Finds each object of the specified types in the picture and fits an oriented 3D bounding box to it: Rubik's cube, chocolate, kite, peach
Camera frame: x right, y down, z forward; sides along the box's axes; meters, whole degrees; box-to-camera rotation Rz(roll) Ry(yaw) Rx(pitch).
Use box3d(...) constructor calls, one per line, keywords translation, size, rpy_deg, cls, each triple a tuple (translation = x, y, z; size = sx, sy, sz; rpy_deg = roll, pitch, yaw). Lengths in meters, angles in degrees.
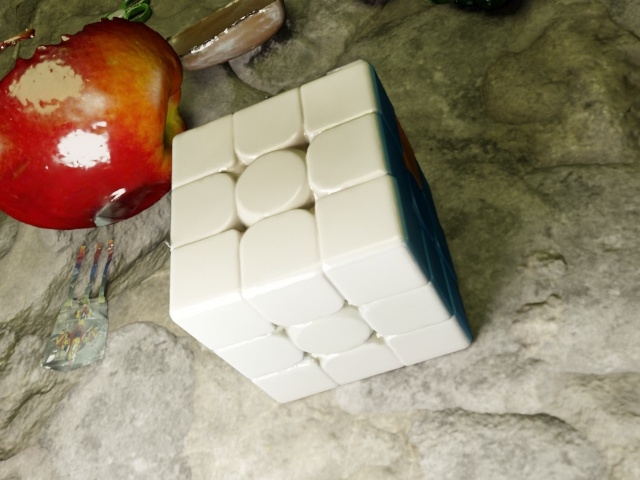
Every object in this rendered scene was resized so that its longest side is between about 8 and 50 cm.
box3d(translation=(0.000, 0.000, 0.981), size=(0.291, 0.290, 0.291), rpy_deg=(-20, 53, 15), cls="Rubik's cube")
box3d(translation=(-0.174, -0.403, 1.472), size=(0.261, 0.083, 0.161), rpy_deg=(-26, 34, 10), cls="chocolate")
box3d(translation=(-0.409, 0.111, 1.300), size=(0.141, 0.015, 0.245), rpy_deg=(-9, 60, 21), cls="kite")
box3d(translation=(-0.404, -0.180, 1.290), size=(0.406, 0.335, 0.310), rpy_deg=(-25, 83, -6), cls="peach")

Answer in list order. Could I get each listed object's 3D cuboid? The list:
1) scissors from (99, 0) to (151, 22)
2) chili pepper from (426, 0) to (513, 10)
box3d(translation=(-0.484, -0.504, 1.735), size=(0.204, 0.027, 0.101), rpy_deg=(-24, 50, 10), cls="scissors")
box3d(translation=(0.256, -0.458, 1.232), size=(0.174, 0.165, 0.261), rpy_deg=(33, 76, 19), cls="chili pepper")
